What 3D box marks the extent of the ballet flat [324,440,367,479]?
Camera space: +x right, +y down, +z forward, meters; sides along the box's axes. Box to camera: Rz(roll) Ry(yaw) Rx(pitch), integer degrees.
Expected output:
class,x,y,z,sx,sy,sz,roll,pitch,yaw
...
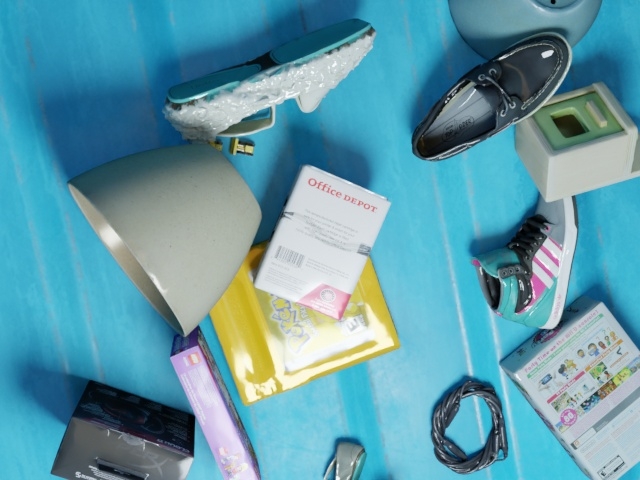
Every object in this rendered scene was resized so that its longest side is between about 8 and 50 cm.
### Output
class,x,y,z,sx,sy,sz,roll,pitch,yaw
ballet flat,0.035,0.492,1.900,0.068,0.072,0.213,15,93,20

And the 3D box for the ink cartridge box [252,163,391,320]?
class,x,y,z,sx,sy,sz,roll,pitch,yaw
ink cartridge box,0.000,0.000,1.776,0.172,0.100,0.237,22,94,-7

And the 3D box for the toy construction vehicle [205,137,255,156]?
class,x,y,z,sx,sy,sz,roll,pitch,yaw
toy construction vehicle,-0.176,-0.151,1.822,0.098,0.035,0.086,13,94,-8

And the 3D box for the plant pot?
class,x,y,z,sx,sy,sz,roll,pitch,yaw
plant pot,0.396,-0.466,1.780,0.290,0.195,0.290,-1,96,-7

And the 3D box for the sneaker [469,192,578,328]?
class,x,y,z,sx,sy,sz,roll,pitch,yaw
sneaker,0.377,0.020,1.865,0.178,0.124,0.295,4,96,-17

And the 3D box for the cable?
class,x,y,z,sx,sy,sz,roll,pitch,yaw
cable,0.289,0.364,1.925,0.150,0.047,0.184,-10,99,-1

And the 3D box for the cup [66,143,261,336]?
class,x,y,z,sx,sy,sz,roll,pitch,yaw
cup,-0.244,-0.034,1.702,0.237,0.331,0.331,-38,99,-16

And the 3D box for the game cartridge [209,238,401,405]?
class,x,y,z,sx,sy,sz,roll,pitch,yaw
game cartridge,-0.042,0.128,1.856,0.323,0.052,0.285,-21,97,-6

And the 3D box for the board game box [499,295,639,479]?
class,x,y,z,sx,sy,sz,roll,pitch,yaw
board game box,0.534,0.295,1.917,0.224,0.097,0.303,-39,100,-3

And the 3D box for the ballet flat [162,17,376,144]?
class,x,y,z,sx,sy,sz,roll,pitch,yaw
ballet flat,-0.085,-0.280,1.789,0.409,0.147,0.147,-20,97,-1

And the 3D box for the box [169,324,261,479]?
class,x,y,z,sx,sy,sz,roll,pitch,yaw
box,-0.188,0.312,1.780,0.057,0.201,0.293,-23,97,-4

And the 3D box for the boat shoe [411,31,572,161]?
class,x,y,z,sx,sy,sz,roll,pitch,yaw
boat shoe,0.295,-0.248,1.754,0.340,0.113,0.127,-29,92,29

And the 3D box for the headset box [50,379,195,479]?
class,x,y,z,sx,sy,sz,roll,pitch,yaw
headset box,-0.339,0.360,1.721,0.218,0.293,0.110,21,92,-9

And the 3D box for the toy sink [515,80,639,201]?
class,x,y,z,sx,sy,sz,roll,pitch,yaw
toy sink,0.499,-0.193,1.815,0.234,0.153,0.131,-15,139,-4
